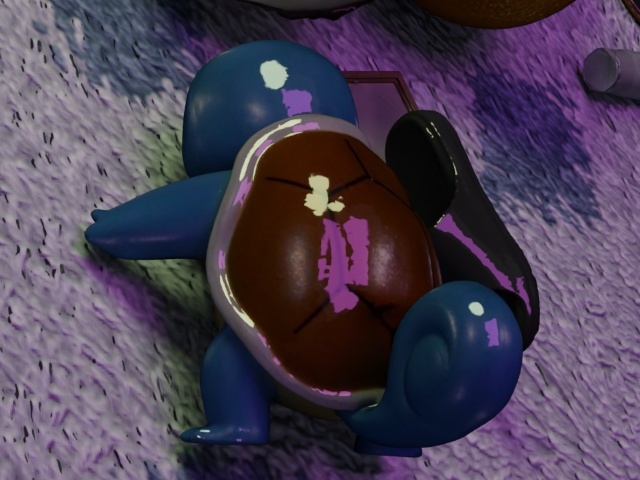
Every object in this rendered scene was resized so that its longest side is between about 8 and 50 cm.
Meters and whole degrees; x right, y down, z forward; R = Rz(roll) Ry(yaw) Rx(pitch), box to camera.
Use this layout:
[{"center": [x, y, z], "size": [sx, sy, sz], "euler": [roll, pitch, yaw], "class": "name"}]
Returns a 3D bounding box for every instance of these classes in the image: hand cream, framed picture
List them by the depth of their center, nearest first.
[{"center": [0.032, -0.094, 1.739], "size": [0.201, 0.010, 0.136], "euler": [-6, 65, -47], "class": "framed picture"}, {"center": [0.360, -0.178, 2.106], "size": [0.205, 0.050, 0.078], "euler": [2, 56, -49], "class": "hand cream"}]

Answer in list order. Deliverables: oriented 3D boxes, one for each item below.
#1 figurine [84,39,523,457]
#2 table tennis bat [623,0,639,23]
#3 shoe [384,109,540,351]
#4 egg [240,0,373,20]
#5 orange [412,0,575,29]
[{"center": [-0.011, 0.036, 1.455], "size": [0.298, 0.243, 0.416], "euler": [2, 37, -33], "class": "figurine"}, {"center": [0.427, -0.249, 2.254], "size": [0.220, 0.019, 0.130], "euler": [37, 39, -14], "class": "table tennis bat"}, {"center": [0.096, 0.001, 1.654], "size": [0.093, 0.108, 0.241], "euler": [-9, 64, -32], "class": "shoe"}, {"center": [-0.024, -0.373, 1.654], "size": [0.337, 0.201, 0.337], "euler": [0, 67, -1], "class": "egg"}, {"center": [0.164, -0.337, 1.867], "size": [0.274, 0.274, 0.274], "euler": [26, 44, -28], "class": "orange"}]
